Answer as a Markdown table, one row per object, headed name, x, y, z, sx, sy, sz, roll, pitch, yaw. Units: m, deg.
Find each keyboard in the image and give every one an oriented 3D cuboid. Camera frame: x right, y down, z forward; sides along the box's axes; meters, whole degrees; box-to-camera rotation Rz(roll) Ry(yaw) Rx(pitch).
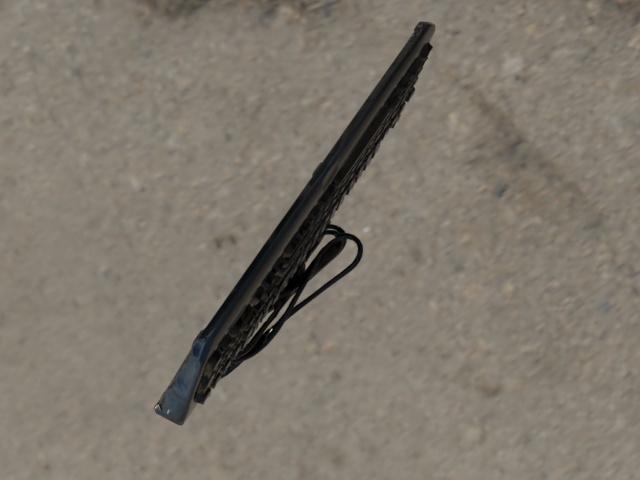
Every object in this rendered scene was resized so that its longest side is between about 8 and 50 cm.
| name | x | y | z | sx | sy | sz | roll | pitch | yaw |
| --- | --- | --- | --- | --- | --- | --- | --- | --- | --- |
| keyboard | 0.000 | 0.000 | 0.666 | 0.038 | 0.192 | 0.100 | 35 | 150 | 1 |
